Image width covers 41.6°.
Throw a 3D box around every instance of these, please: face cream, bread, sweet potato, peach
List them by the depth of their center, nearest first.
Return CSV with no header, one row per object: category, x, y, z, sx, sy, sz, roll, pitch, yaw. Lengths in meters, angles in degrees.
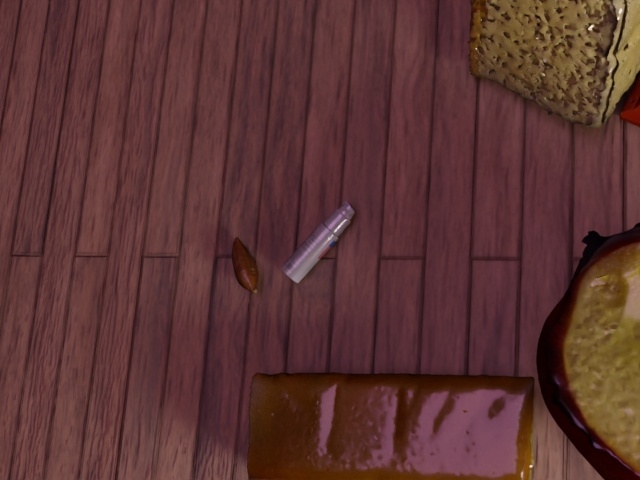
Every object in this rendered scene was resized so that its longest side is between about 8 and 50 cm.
peach,0.394,0.165,0.868,0.258,0.201,0.361,-46,55,-4
bread,0.086,0.237,1.046,0.361,0.077,0.138,-3,76,21
bread,0.344,-0.337,1.060,0.315,0.279,0.248,-32,52,-30
face cream,0.000,0.000,1.157,0.034,0.034,0.130,43,95,24
sweet potato,-0.107,0.037,1.193,0.034,0.034,0.095,-27,59,13

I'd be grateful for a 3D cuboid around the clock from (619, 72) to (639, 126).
clock,0.448,-0.203,1.018,0.113,0.061,0.155,25,85,22
